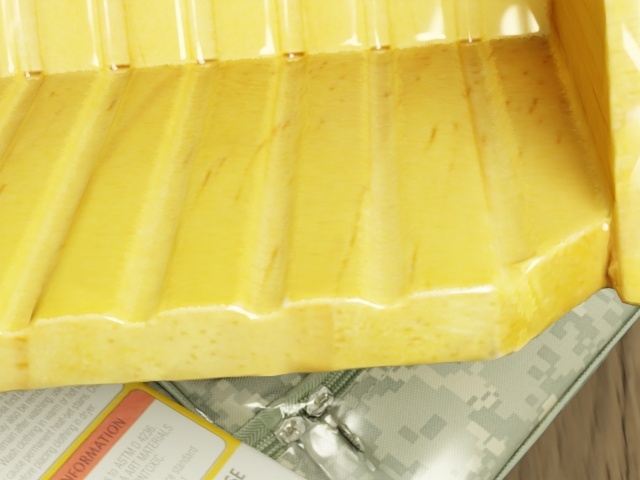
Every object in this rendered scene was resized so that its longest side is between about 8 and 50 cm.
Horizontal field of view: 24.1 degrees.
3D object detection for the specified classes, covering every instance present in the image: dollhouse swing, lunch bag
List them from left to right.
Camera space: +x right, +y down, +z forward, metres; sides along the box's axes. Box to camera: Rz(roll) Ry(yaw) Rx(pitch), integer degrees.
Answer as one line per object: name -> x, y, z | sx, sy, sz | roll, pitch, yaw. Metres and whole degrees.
dollhouse swing -> -0.059, -0.160, 0.522 | 0.347, 0.315, 0.305 | -3, 116, 3
lunch bag -> 0.000, 0.000, 0.743 | 0.256, 0.212, 0.305 | 48, 68, -4

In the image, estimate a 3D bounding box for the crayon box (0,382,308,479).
crayon box -> -0.163, 0.108, 0.558 | 0.323, 0.083, 0.203 | 31, 38, 8
